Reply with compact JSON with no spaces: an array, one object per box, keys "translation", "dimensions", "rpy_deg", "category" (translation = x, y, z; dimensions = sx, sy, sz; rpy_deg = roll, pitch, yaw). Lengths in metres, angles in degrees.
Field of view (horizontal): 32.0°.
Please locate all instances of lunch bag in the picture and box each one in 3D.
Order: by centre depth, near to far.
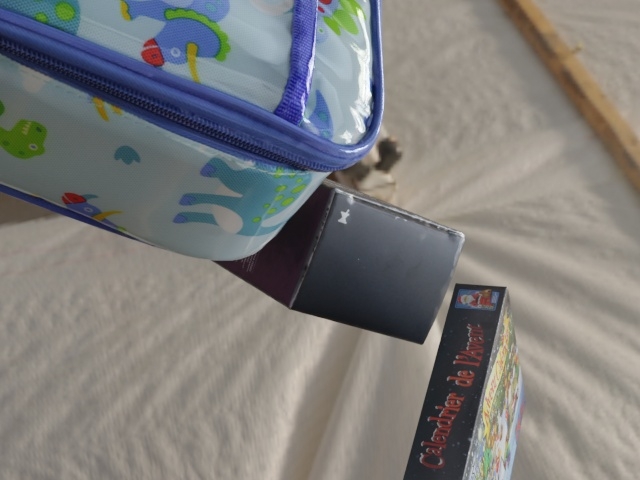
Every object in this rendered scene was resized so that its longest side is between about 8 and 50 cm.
[{"translation":[-0.060,-0.110,0.397],"dimensions":[0.176,0.090,0.219],"rpy_deg":[24,-132,-23],"category":"lunch bag"}]

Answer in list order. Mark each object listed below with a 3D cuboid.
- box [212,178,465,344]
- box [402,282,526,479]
[{"translation":[0.000,0.000,1.009],"dimensions":[0.153,0.108,0.207],"rpy_deg":[18,-175,-33],"category":"box"},{"translation":[0.112,0.172,0.864],"dimensions":[0.044,0.159,0.233],"rpy_deg":[4,-132,20],"category":"box"}]
